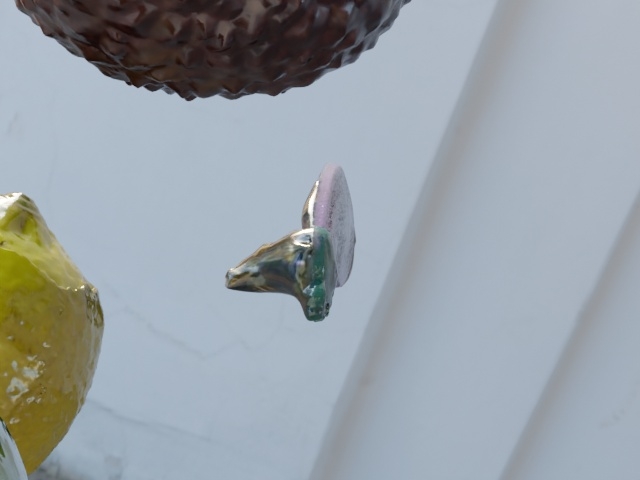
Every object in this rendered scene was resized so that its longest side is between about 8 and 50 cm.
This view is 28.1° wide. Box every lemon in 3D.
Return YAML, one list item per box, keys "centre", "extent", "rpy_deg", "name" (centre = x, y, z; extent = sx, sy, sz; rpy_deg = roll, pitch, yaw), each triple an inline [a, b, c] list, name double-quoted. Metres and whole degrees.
- centre: [-0.228, 0.072, 0.792]
  extent: [0.181, 0.180, 0.193]
  rpy_deg: [15, 57, -10]
  name: "lemon"

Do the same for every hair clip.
- centre: [0.000, -0.002, 1.193]
  extent: [0.110, 0.096, 0.359]
  rpy_deg: [55, 16, -1]
  name: "hair clip"

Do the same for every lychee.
- centre: [-0.065, -0.196, 0.668]
  extent: [0.261, 0.260, 0.260]
  rpy_deg: [15, 29, -9]
  name: "lychee"

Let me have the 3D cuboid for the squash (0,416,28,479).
- centre: [-0.199, 0.104, 0.382]
  extent: [0.310, 0.310, 0.309]
  rpy_deg: [30, 20, 17]
  name: "squash"
